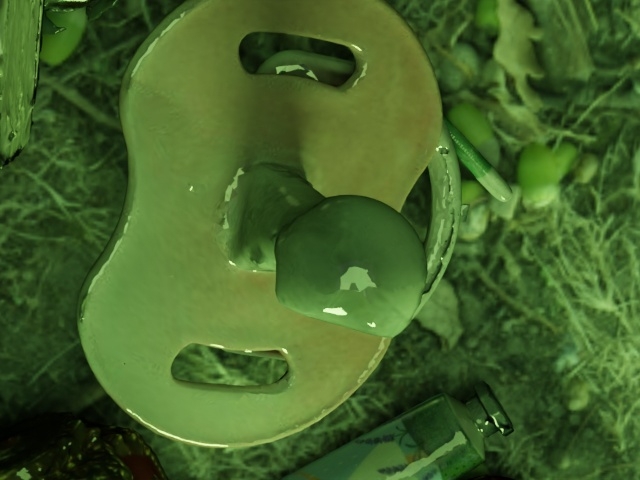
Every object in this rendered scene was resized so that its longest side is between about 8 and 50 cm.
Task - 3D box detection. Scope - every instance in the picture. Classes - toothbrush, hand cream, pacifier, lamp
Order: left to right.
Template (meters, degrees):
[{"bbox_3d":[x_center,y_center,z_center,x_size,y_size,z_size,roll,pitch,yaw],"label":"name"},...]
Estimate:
[{"bbox_3d":[-0.153,0.252,1.257,0.177,0.177,0.274,-27,107,-2],"label":"lamp"},{"bbox_3d":[-0.027,-0.010,1.196,0.220,0.273,0.332,15,102,8],"label":"pacifier"},{"bbox_3d":[0.016,0.191,1.336,0.271,0.058,0.091,-31,104,5],"label":"hand cream"},{"bbox_3d":[0.047,-0.116,1.279,0.024,0.018,0.257,-46,106,-3],"label":"toothbrush"}]

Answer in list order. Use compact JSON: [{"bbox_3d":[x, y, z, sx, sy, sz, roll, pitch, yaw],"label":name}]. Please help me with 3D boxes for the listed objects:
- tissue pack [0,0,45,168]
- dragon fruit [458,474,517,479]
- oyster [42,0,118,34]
[{"bbox_3d":[-0.350,-0.158,1.056,0.370,0.198,0.210,4,101,-3],"label":"tissue pack"},{"bbox_3d":[0.152,0.207,1.347,0.190,0.094,0.094,-14,106,-15],"label":"dragon fruit"},{"bbox_3d":[-0.165,-0.241,1.175,0.199,0.087,0.252,13,102,-13],"label":"oyster"}]
